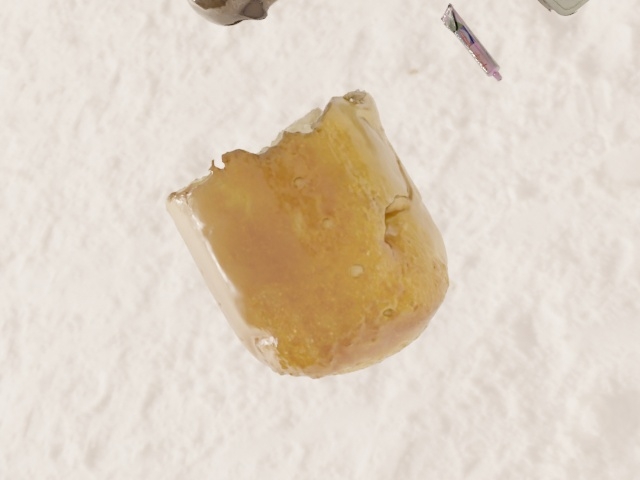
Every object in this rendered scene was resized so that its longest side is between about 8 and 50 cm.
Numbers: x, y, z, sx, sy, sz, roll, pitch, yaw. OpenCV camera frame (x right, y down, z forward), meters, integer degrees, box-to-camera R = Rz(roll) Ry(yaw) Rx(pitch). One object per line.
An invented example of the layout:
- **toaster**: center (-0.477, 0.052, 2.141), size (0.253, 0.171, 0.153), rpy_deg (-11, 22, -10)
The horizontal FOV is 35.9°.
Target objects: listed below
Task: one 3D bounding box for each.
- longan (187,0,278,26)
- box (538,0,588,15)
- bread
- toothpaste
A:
- **longan**: center (-0.087, -0.268, 1.010), size (0.113, 0.092, 0.113), rpy_deg (-1, 75, 3)
- **box**: center (0.441, -0.519, 1.669), size (0.243, 0.163, 0.135), rpy_deg (-40, 53, 26)
- **bread**: center (0.000, 0.000, 1.443), size (0.361, 0.250, 0.394), rpy_deg (-28, 76, -3)
- **toothpaste**: center (0.273, -0.353, 1.779), size (0.028, 0.045, 0.170), rpy_deg (-27, 72, -25)
